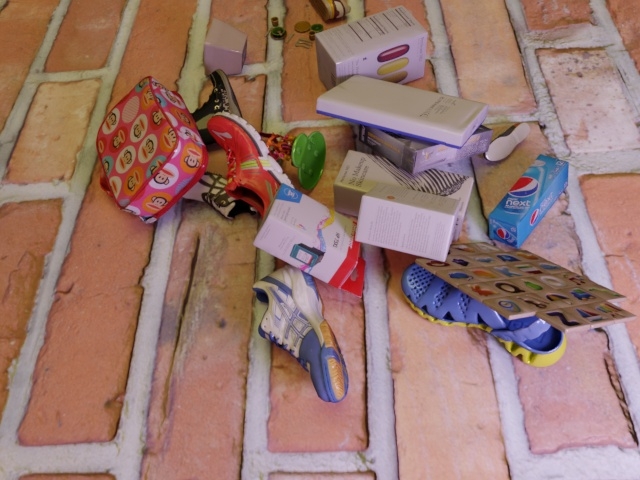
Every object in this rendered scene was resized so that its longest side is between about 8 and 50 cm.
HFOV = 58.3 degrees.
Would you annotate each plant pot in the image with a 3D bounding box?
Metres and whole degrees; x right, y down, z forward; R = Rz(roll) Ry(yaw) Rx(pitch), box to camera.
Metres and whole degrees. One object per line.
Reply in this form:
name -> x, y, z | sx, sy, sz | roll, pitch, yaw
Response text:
plant pot -> -0.247, -0.501, 1.511 | 0.096, 0.109, 0.109 | 11, 57, -3

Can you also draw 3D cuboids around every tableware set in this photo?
tableware set -> -0.074, -0.590, 1.600 | 0.154, 0.024, 0.104 | 21, 60, 18

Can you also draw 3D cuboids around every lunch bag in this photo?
lunch bag -> -0.391, -0.191, 1.265 | 0.258, 0.120, 0.293 | -41, 54, 17

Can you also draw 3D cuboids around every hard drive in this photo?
hard drive -> 0.180, -0.285, 1.241 | 0.318, 0.040, 0.210 | 19, 36, 21

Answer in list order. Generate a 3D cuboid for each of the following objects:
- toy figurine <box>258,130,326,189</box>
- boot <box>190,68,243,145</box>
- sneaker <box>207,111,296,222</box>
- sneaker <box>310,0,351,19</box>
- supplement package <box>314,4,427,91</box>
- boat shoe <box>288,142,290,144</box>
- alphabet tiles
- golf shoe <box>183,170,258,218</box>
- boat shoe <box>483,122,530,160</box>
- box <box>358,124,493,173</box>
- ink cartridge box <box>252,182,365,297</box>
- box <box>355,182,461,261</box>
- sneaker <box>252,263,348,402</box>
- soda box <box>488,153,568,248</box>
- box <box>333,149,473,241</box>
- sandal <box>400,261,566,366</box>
toy figurine -> -0.093, -0.196, 1.263 | 0.159, 0.173, 0.130 | 15, 87, 21
boot -> -0.289, -0.314, 1.398 | 0.178, 0.085, 0.237 | -20, 58, -6
sneaker -> -0.158, -0.147, 1.190 | 0.118, 0.107, 0.279 | -35, 81, -23
sneaker -> 0.021, -0.702, 1.647 | 0.083, 0.070, 0.186 | -16, 62, -16
supplement package -> 0.126, -0.461, 1.429 | 0.243, 0.139, 0.134 | -22, 56, -9
boat shoe -> -0.096, -0.212, 1.349 | 0.100, 0.035, 0.035 | 8, 85, 5
alphabet tiles -> 0.346, 0.069, 1.004 | 0.284, 0.011, 0.342 | -4, 22, -29
golf shoe -> -0.222, -0.096, 1.253 | 0.198, 0.077, 0.094 | 0, 57, 6
boat shoe -> 0.418, -0.224, 1.309 | 0.137, 0.049, 0.043 | -38, 19, -16
box -> 0.228, -0.230, 1.253 | 0.230, 0.056, 0.183 | -18, 40, -29
ink cartridge box -> 0.000, 0.000, 1.095 | 0.230, 0.078, 0.134 | 27, 33, -9
box -> 0.167, -0.038, 1.084 | 0.170, 0.091, 0.130 | 14, 20, 16
sneaker -> -0.042, 0.176, 1.053 | 0.130, 0.112, 0.297 | -22, 48, 0
soda box -> 0.433, -0.084, 1.188 | 0.067, 0.071, 0.210 | 26, 61, 37
box -> 0.172, -0.097, 1.211 | 0.274, 0.094, 0.113 | 14, 57, 13
sandal -> 0.297, 0.109, 1.040 | 0.317, 0.138, 0.126 | 20, 66, 19
